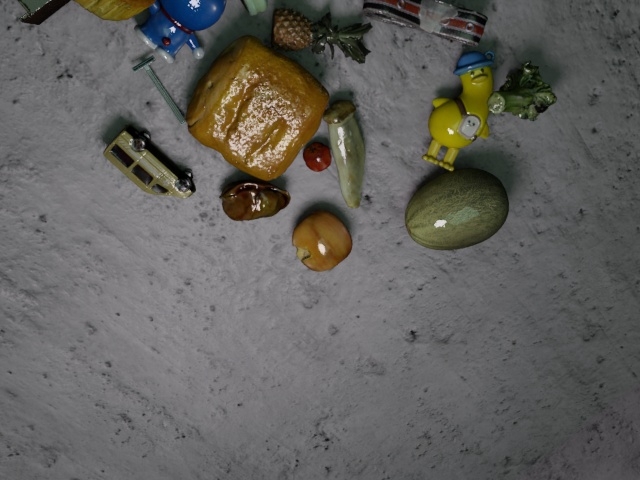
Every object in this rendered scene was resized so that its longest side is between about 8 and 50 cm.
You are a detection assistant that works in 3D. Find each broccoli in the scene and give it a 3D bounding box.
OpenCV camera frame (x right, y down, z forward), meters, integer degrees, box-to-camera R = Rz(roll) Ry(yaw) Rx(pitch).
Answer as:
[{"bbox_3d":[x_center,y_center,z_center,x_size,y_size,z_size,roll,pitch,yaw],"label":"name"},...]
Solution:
[{"bbox_3d":[0.563,-0.415,1.530,0.145,0.304,0.165,-28,88,43],"label":"broccoli"}]

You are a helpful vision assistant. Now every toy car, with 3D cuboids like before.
[{"bbox_3d":[-0.475,-0.202,1.479,0.124,0.101,0.257,-41,112,11],"label":"toy car"}]

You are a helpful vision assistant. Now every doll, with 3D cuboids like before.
[{"bbox_3d":[0.431,-0.391,1.574,0.199,0.145,0.363,22,101,-7],"label":"doll"},{"bbox_3d":[-0.351,-0.581,1.339,0.257,0.161,0.215,-37,129,22],"label":"doll"}]

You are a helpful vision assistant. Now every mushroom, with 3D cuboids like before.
[{"bbox_3d":[0.086,-0.259,1.584,0.107,0.087,0.333,-25,121,-15],"label":"mushroom"}]

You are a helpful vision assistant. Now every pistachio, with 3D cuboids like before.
[{"bbox_3d":[-0.193,-0.119,1.549,0.210,0.165,0.130,-3,71,0],"label":"pistachio"}]

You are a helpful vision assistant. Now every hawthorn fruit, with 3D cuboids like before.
[{"bbox_3d":[-0.006,-0.247,1.573,0.093,0.093,0.093,-4,112,-10],"label":"hawthorn fruit"}]

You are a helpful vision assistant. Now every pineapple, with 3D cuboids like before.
[{"bbox_3d":[0.005,-0.552,1.427,0.277,0.130,0.119,2,151,-13],"label":"pineapple"}]

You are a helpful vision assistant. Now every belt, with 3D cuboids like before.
[{"bbox_3d":[0.292,-0.628,1.461,0.359,0.126,0.094,10,107,-15],"label":"belt"}]

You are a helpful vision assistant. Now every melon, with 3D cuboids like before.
[{"bbox_3d":[0.423,-0.094,1.638,0.329,0.248,0.248,-21,114,-1],"label":"melon"}]

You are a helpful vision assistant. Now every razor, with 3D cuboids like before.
[{"bbox_3d":[-0.430,-0.405,1.441,0.068,0.037,0.191,-33,117,-2],"label":"razor"}]

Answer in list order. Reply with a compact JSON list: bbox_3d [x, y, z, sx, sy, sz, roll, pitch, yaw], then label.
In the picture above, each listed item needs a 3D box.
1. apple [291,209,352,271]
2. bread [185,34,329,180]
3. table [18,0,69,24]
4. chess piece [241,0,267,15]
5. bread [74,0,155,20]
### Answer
[{"bbox_3d":[0.000,0.000,1.627,0.199,0.199,0.199,-4,112,-10],"label":"apple"},{"bbox_3d":[-0.169,-0.348,1.421,0.337,0.148,0.328,33,117,-23],"label":"bread"},{"bbox_3d":[-0.662,-0.634,1.226,0.193,0.172,0.169,-38,114,0],"label":"table"},{"bbox_3d":[-0.092,-0.711,1.316,0.298,0.176,0.176,-31,114,0],"label":"chess piece"},{"bbox_3d":[-0.458,-0.617,1.150,0.142,0.253,0.227,-16,133,30],"label":"bread"}]
